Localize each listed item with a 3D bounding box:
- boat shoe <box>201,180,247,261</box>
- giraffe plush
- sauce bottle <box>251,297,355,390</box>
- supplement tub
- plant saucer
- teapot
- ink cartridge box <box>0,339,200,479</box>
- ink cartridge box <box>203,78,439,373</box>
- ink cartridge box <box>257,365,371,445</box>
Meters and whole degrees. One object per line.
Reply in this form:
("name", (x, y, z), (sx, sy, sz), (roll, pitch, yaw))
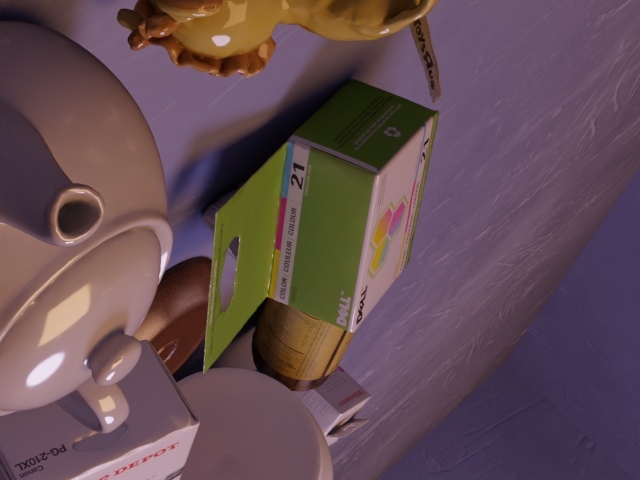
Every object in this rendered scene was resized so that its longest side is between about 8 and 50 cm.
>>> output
("boat shoe", (-0.062, -0.008, 1.376), (0.063, 0.066, 0.184), (-45, 156, -6))
("giraffe plush", (-0.035, -0.165, 0.867), (0.170, 0.210, 0.181), (-11, 157, -16))
("sauce bottle", (0.011, 0.038, 1.591), (0.111, 0.111, 0.344), (-36, 162, -36))
("supplement tub", (-0.107, 0.291, 1.675), (0.235, 0.235, 0.325), (-42, 165, -19))
("plant saucer", (-0.163, 0.101, 1.414), (0.198, 0.036, 0.198), (-42, 165, -15))
("teapot", (-0.175, 0.014, 0.847), (0.252, 0.187, 0.256), (-53, 165, 22))
("ink cartridge box", (-0.222, 0.210, 1.333), (0.172, 0.100, 0.237), (-22, 156, -26))
("ink cartridge box", (0.000, 0.000, 1.310), (0.255, 0.097, 0.188), (-49, 155, -48))
("ink cartridge box", (-0.013, 0.210, 1.909), (0.090, 0.143, 0.092), (-54, 164, 26))
